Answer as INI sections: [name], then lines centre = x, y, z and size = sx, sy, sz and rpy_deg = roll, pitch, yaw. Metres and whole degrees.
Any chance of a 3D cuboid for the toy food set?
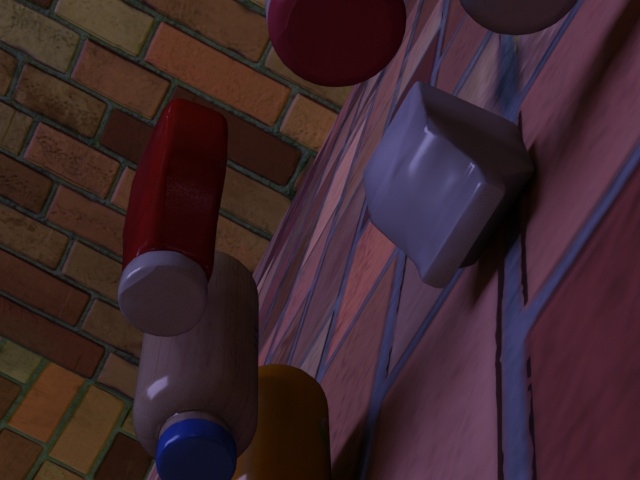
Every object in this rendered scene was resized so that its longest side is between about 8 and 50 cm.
[toy food set]
centre = 0.000, 0.000, 0.374
size = 0.232, 0.111, 0.104
rpy_deg = -60, 17, 26
